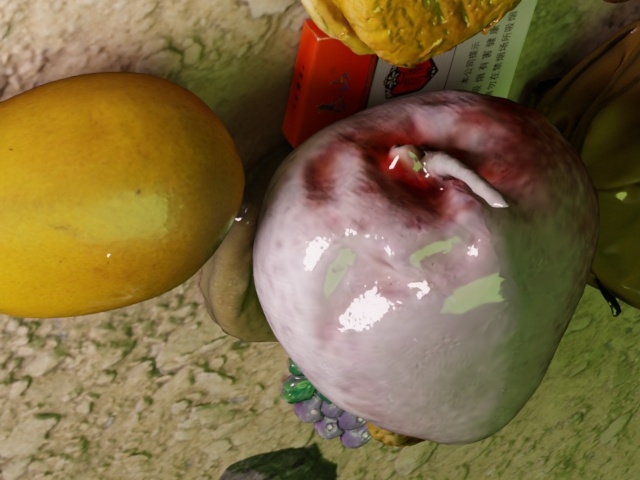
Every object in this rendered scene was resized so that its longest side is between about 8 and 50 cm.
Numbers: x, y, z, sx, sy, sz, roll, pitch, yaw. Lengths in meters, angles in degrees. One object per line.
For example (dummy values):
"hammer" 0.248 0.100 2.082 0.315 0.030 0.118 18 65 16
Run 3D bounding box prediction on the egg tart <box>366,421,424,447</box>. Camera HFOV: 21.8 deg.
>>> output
"egg tart" 0.142 0.095 1.825 0.290 0.115 0.290 -41 159 -19

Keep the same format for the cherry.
"cherry" 0.089 0.028 1.519 0.326 0.291 0.335 -3 123 -39

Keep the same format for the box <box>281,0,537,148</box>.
"box" 0.085 -0.168 1.580 0.245 0.035 0.139 -14 140 -28

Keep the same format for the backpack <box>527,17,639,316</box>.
"backpack" 0.398 -0.104 1.757 0.378 0.201 0.353 -42 139 -1

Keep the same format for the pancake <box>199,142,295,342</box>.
"pancake" 0.000 0.000 1.694 0.294 0.049 0.294 -20 141 -17

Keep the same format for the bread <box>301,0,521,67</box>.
"bread" 0.089 -0.257 1.406 0.236 0.120 0.198 -34 142 -1

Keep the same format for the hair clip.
"hair clip" 0.027 0.169 1.922 0.124 0.052 0.195 -39 137 7

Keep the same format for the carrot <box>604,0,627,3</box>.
"carrot" 0.294 -0.301 1.582 0.055 0.055 0.161 -15 133 -25

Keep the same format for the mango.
"mango" -0.219 -0.033 1.383 0.317 0.173 0.211 -9 137 -21
